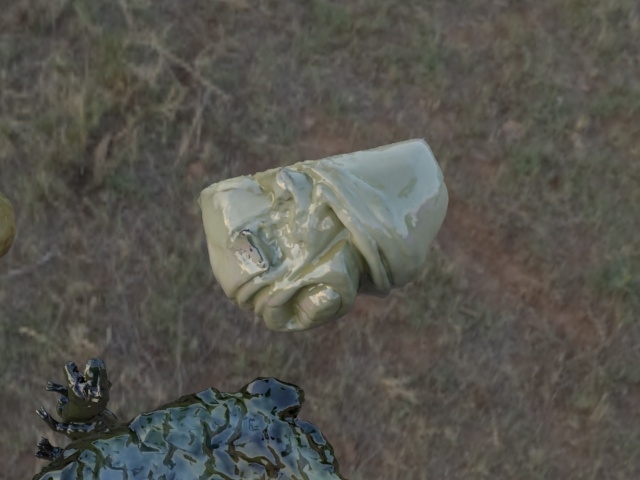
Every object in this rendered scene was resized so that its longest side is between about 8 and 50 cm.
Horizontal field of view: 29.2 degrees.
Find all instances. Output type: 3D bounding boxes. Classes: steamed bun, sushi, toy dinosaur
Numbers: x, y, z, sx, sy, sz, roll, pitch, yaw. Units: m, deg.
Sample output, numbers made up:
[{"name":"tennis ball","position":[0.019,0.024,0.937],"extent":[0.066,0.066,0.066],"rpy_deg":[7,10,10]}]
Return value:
[{"name":"steamed bun","position":[0.000,0.000,1.517],"extent":[0.275,0.320,0.206],"rpy_deg":[-12,88,-41]},{"name":"sushi","position":[-0.100,0.288,0.993],"extent":[0.294,0.178,0.352],"rpy_deg":[52,35,14]},{"name":"toy dinosaur","position":[-0.216,0.210,1.337],"extent":[0.178,0.187,0.087],"rpy_deg":[12,60,8]}]

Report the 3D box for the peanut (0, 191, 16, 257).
[{"name":"peanut","position":[-0.468,-0.009,1.600],"extent":[0.109,0.140,0.159],"rpy_deg":[42,39,7]}]
